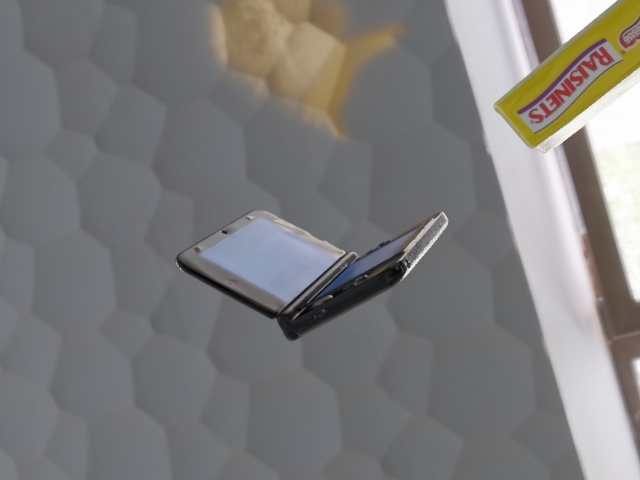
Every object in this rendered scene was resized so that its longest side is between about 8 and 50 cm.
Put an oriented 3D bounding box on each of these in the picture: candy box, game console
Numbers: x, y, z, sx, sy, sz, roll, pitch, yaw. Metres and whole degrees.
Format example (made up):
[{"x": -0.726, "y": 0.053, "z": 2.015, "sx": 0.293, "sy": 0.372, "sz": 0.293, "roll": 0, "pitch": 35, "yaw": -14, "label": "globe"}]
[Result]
[{"x": 0.129, "y": -0.079, "z": 0.427, "sx": 0.105, "sy": 0.027, "sz": 0.206, "roll": -37, "pitch": 175, "yaw": 14, "label": "candy box"}, {"x": 0.000, "y": 0.000, "z": 0.545, "sx": 0.107, "sy": 0.071, "sz": 0.122, "roll": -31, "pitch": -176, "yaw": 24, "label": "game console"}]
